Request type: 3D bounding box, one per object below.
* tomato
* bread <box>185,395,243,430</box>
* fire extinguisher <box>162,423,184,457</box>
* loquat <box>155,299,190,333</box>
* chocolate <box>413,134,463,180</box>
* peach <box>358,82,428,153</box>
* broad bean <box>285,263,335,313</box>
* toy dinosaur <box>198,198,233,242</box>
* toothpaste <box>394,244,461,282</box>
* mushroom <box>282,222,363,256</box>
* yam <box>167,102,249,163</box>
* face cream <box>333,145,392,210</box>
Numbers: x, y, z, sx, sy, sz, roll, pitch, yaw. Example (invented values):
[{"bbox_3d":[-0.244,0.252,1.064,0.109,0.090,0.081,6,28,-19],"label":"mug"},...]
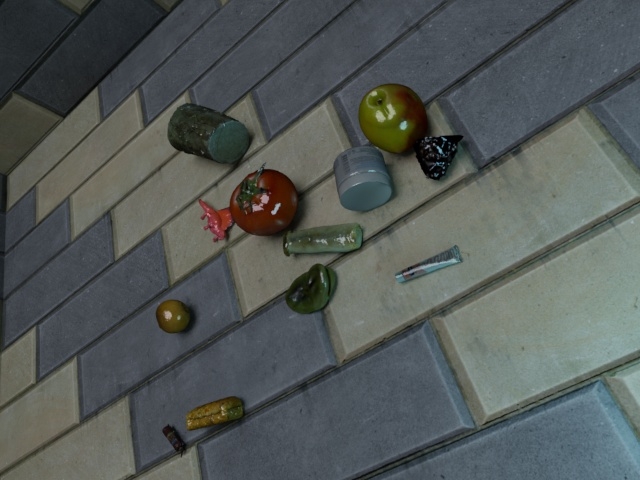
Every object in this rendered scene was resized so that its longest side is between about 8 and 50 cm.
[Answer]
[{"bbox_3d":[-0.205,-0.138,1.938,0.256,0.225,0.255,-17,59,31],"label":"tomato"},{"bbox_3d":[-0.374,0.607,1.846,0.211,0.114,0.083,-25,76,26],"label":"bread"},{"bbox_3d":[-0.541,0.743,1.960,0.132,0.039,0.056,31,101,40],"label":"fire extinguisher"},{"bbox_3d":[-0.589,0.301,2.103,0.141,0.141,0.141,-14,65,32],"label":"loquat"},{"bbox_3d":[0.365,-0.254,1.648,0.156,0.156,0.133,0,97,36],"label":"chocolate"},{"bbox_3d":[0.239,-0.398,1.723,0.231,0.231,0.230,-14,65,32],"label":"peach"},{"bbox_3d":[-0.033,0.169,1.802,0.206,0.072,0.153,-46,49,28],"label":"broad bean"},{"bbox_3d":[-0.429,-0.113,2.206,0.139,0.070,0.286,-33,52,9],"label":"toy dinosaur"},{"bbox_3d":[0.324,0.077,1.592,0.205,0.036,0.056,-25,57,22],"label":"toothpaste"},{"bbox_3d":[0.000,0.000,1.832,0.313,0.081,0.099,-6,72,30],"label":"mushroom"},{"bbox_3d":[-0.488,-0.458,2.272,0.348,0.241,0.240,24,87,37],"label":"yam"},{"bbox_3d":[0.138,-0.205,1.745,0.177,0.177,0.152,-26,56,26],"label":"face cream"}]
